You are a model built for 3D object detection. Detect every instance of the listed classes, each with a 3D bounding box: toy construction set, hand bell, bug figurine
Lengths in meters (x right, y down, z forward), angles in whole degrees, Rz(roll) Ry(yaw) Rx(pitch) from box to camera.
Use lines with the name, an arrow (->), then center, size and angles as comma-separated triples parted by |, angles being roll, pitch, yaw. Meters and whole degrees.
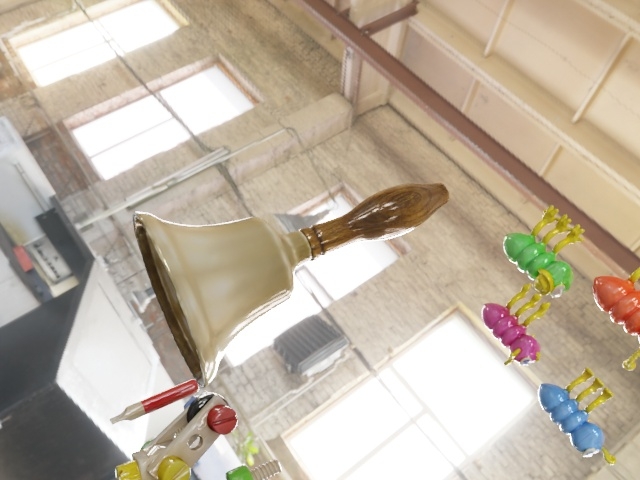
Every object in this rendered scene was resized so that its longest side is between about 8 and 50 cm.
toy construction set -> -0.221, 0.335, 0.733 | 0.309, 0.237, 0.257 | 36, -45, 49
hand bell -> 0.000, 0.000, 0.412 | 0.126, 0.242, 0.126 | 49, -29, 40
bug figurine -> 0.263, 0.103, 0.587 | 0.216, 0.072, 0.279 | 53, -26, 40
